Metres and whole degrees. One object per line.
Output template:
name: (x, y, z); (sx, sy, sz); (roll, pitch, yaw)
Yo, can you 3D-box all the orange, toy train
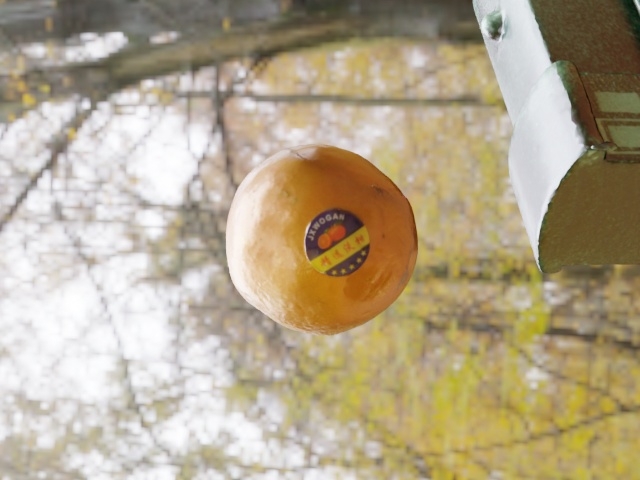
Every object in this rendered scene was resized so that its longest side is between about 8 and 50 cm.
orange: (0.000, 0.000, 0.656); (0.083, 0.083, 0.084); (2, -90, -69)
toy train: (0.203, -0.111, 1.040); (0.139, 0.178, 0.330); (101, 163, -46)
